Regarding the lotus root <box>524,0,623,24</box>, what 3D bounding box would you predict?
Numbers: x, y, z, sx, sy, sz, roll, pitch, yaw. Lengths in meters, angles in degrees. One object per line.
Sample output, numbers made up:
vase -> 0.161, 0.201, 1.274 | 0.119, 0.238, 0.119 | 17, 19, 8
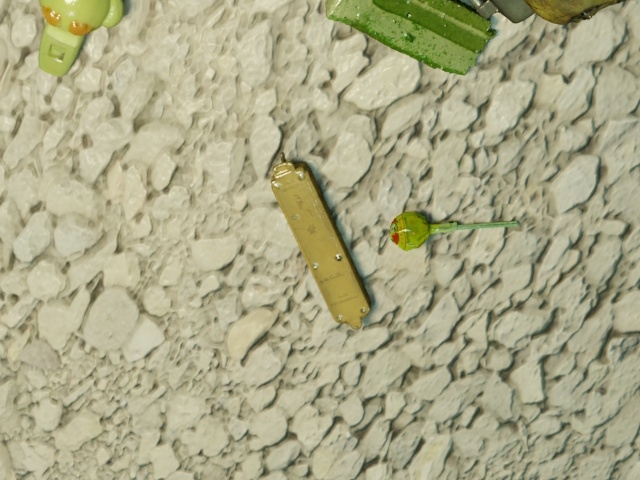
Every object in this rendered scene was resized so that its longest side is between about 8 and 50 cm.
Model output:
lotus root -> 0.290, -0.404, 1.321 | 0.160, 0.152, 0.275 | -23, 90, -22

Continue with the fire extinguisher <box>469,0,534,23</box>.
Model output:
fire extinguisher -> 0.147, -0.435, 1.433 | 0.200, 0.113, 0.376 | -42, 101, 12

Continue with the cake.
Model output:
cake -> 0.124, -0.305, 1.503 | 0.235, 0.099, 0.100 | 29, 115, -5

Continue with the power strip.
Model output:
power strip -> 0.000, 0.000, 1.674 | 0.064, 0.044, 0.305 | -20, 109, 15

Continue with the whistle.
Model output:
whistle -> -0.339, -0.348, 1.530 | 0.141, 0.141, 0.294 | 25, 114, -3

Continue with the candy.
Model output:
candy -> 0.200, -0.018, 1.640 | 0.194, 0.062, 0.058 | -3, 67, 0
